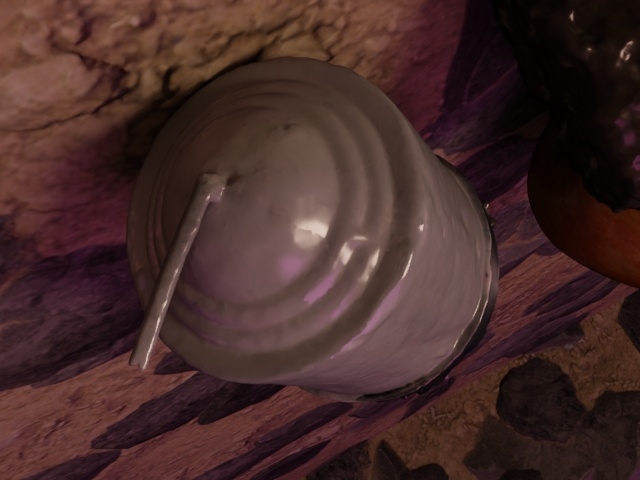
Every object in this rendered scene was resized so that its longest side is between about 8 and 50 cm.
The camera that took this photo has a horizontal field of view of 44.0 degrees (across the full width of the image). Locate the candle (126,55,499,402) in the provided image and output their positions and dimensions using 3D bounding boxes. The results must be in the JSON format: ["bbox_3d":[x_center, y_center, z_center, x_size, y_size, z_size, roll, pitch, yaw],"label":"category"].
[{"bbox_3d":[0.000,0.000,0.563,0.221,0.221,0.342,-34,157,11],"label":"candle"}]

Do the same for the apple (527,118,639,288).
[{"bbox_3d":[0.353,-0.069,0.790,0.264,0.264,0.264,-26,158,-11],"label":"apple"}]

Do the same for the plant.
[{"bbox_3d":[0.301,-0.168,0.554,0.312,0.213,0.215,-31,178,13],"label":"plant"}]
